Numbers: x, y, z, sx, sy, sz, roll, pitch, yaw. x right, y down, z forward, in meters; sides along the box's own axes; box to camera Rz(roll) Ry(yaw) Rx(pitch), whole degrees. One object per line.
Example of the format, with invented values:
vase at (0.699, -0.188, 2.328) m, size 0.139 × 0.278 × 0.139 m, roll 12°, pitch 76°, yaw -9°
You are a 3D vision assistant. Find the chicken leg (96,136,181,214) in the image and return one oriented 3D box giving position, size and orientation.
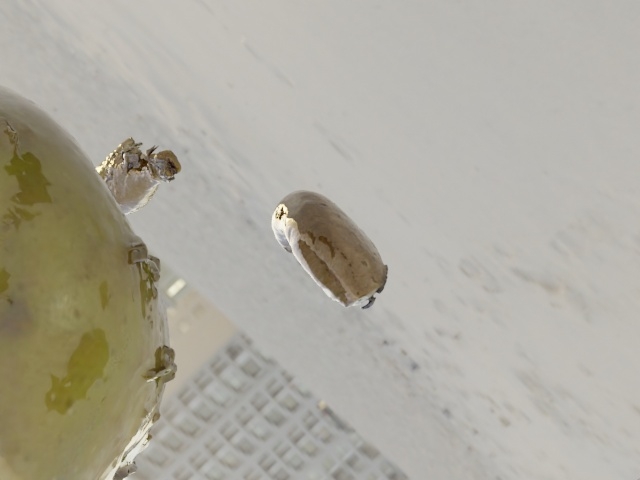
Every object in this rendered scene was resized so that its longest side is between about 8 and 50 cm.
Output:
chicken leg at (-0.252, -0.096, 1.451) m, size 0.085 × 0.101 × 0.207 m, roll 45°, pitch 148°, yaw -20°

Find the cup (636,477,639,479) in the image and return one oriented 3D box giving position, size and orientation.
cup at (0.341, 0.257, 0.674) m, size 0.274 × 0.253 × 0.253 m, roll 60°, pitch -175°, yaw 33°

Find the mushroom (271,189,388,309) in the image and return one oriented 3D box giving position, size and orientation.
mushroom at (0.002, -0.001, 1.051) m, size 0.094 × 0.072 × 0.210 m, roll 42°, pitch 180°, yaw -20°

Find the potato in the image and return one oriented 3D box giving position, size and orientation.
potato at (-0.307, 0.023, 0.878) m, size 0.442 × 0.319 × 0.385 m, roll 14°, pitch 180°, yaw 41°
